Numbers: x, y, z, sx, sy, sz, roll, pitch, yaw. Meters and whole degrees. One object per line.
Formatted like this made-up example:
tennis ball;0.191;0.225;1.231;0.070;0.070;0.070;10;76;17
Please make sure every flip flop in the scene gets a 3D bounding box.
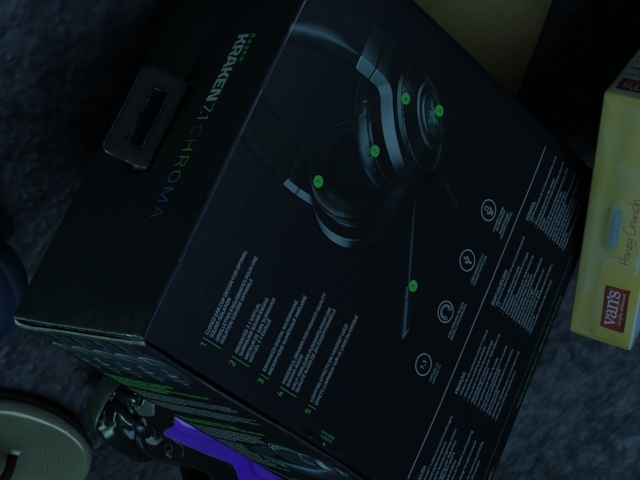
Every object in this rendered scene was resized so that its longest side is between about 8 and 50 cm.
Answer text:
flip flop;-0.280;0.155;0.950;0.277;0.080;0.112;11;118;-37

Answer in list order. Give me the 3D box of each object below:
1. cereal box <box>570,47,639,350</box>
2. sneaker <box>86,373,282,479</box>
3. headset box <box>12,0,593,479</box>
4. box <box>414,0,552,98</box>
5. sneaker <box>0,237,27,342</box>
cereal box;0.228;-0.065;0.918;0.047;0.240;0.173;18;129;22
sneaker;-0.095;0.077;0.958;0.146;0.102;0.293;-25;128;-1
headset box;0.000;0.000;0.822;0.283;0.131;0.246;36;69;-36
box;0.056;-0.111;0.935;0.164;0.021;0.201;4;121;-22
sneaker;-0.323;0.055;0.812;0.319;0.131;0.112;-4;114;-14
